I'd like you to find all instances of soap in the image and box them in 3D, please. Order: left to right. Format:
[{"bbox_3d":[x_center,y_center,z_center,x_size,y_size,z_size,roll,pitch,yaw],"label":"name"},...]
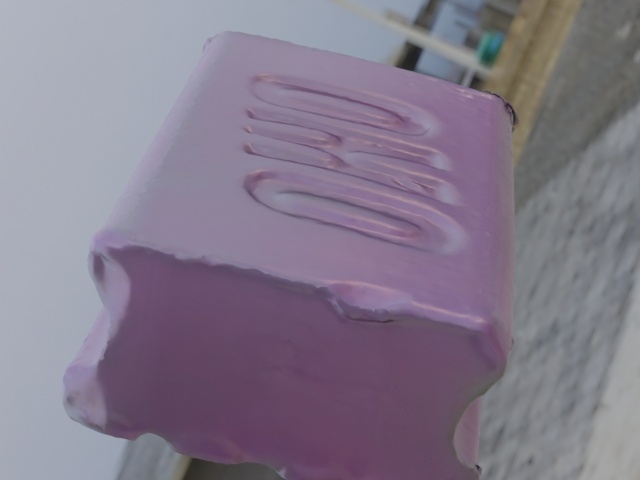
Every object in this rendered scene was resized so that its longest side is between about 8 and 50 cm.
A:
[{"bbox_3d":[0.000,0.000,0.558,0.203,0.122,0.065,-77,0,-67],"label":"soap"}]
